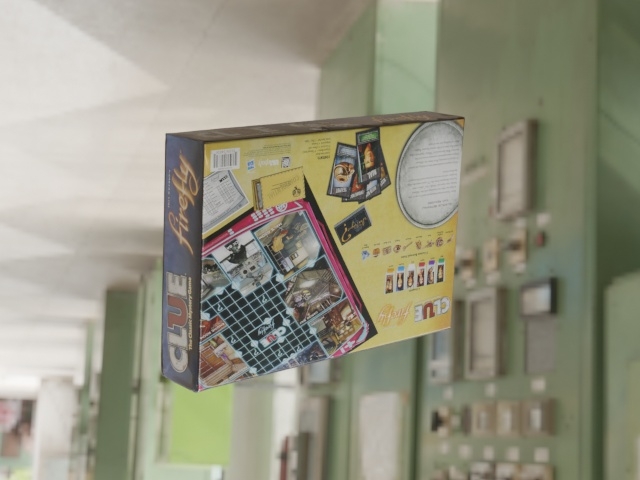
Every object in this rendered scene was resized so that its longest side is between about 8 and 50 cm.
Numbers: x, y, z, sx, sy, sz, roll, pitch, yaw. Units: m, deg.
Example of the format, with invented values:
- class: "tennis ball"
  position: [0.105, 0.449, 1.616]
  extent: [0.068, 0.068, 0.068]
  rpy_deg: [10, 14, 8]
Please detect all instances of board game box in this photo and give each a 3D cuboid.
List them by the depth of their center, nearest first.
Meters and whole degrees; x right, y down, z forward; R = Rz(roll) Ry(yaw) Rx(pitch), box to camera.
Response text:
- class: "board game box"
  position: [0.000, 0.000, 0.925]
  extent: [0.243, 0.165, 0.042]
  rpy_deg: [-9, -163, -42]
